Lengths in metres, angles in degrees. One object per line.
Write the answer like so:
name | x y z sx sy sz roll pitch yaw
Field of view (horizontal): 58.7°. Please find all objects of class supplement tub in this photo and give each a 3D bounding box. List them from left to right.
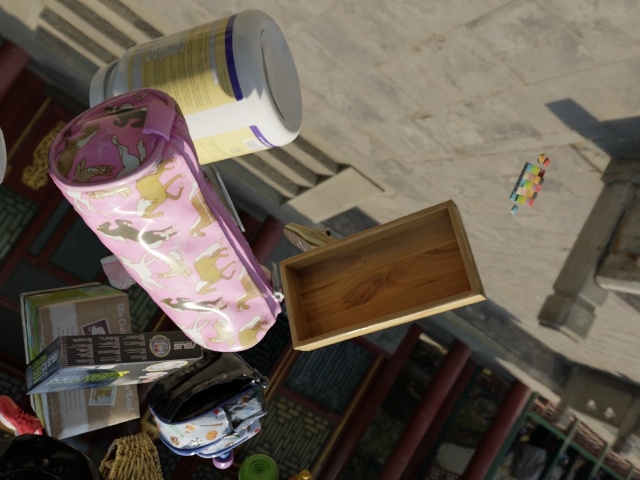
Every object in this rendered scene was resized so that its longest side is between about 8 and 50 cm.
supplement tub | -0.222 -0.264 1.051 0.331 0.241 0.241 -10 157 17

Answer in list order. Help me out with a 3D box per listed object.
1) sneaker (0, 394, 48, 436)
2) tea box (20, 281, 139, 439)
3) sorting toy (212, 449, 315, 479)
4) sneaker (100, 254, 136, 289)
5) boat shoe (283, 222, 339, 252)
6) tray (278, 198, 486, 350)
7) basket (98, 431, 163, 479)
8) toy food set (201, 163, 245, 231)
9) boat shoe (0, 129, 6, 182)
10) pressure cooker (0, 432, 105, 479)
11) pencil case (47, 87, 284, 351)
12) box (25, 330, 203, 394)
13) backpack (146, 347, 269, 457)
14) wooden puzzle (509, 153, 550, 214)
sneaker | -1.033 0.621 2.002 0.221 0.128 0.087 60 -166 -13
tea box | -0.646 0.299 1.513 0.219 0.329 0.323 -7 -175 -35
sorting toy | -0.165 0.700 1.756 0.365 0.127 0.126 19 129 12
sneaker | -0.358 0.055 1.092 0.134 0.070 0.051 -12 -174 24
boat shoe | 0.000 0.000 1.367 0.190 0.072 0.068 30 159 20
tray | 0.118 0.083 1.208 0.410 0.203 0.076 -20 158 22
basket | -0.630 0.730 1.767 0.223 0.214 0.299 -10 171 -28
toy food set | -0.378 -0.065 1.507 0.092 0.306 0.220 -104 -4 -47
boat shoe | -0.566 -0.199 0.832 0.301 0.102 0.108 66 -168 0
pressure cooker | -0.639 0.625 1.090 0.370 0.420 0.375 53 -155 17
pencil case | -0.177 -0.005 0.734 0.160 0.167 0.386 47 168 40
box | -0.401 0.236 1.106 0.270 0.060 0.216 5 154 -42
backpack | -0.291 0.414 1.444 0.263 0.213 0.276 -17 -162 -31
wooden puzzle | 0.262 -0.070 0.715 0.049 0.083 0.006 9 -163 -42
